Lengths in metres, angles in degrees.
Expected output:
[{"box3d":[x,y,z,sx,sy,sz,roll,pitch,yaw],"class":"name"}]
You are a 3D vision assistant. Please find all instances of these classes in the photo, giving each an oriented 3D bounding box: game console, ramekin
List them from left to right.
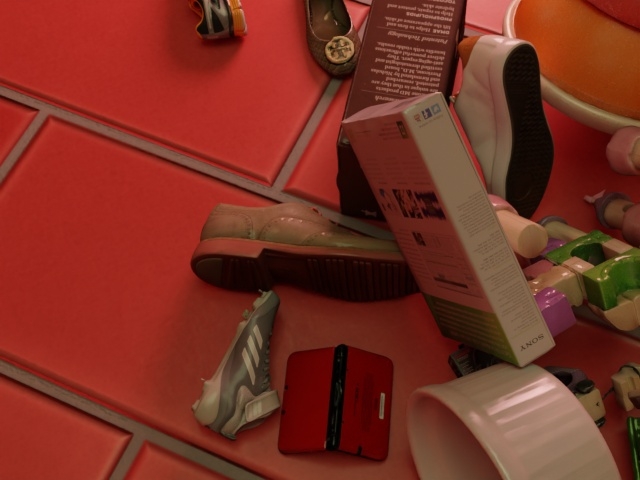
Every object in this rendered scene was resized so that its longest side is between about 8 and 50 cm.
[{"box3d":[0.022,0.219,1.331,0.124,0.085,0.144,19,60,-23],"class":"game console"},{"box3d":[0.225,0.273,1.153,0.135,0.277,0.277,-21,63,-17],"class":"ramekin"}]

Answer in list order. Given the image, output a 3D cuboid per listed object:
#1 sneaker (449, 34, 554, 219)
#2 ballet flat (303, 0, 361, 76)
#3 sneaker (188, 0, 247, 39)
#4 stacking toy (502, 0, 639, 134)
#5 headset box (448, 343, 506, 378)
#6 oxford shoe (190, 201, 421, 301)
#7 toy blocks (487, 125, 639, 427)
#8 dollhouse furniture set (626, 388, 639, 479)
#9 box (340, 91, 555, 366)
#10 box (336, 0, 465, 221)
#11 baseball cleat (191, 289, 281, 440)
[{"box3d":[0.248,-0.156,1.400,0.106,0.290,0.123,-29,37,-28],"class":"sneaker"},{"box3d":[0.012,-0.374,1.623,0.084,0.058,0.249,-10,62,-2],"class":"ballet flat"},{"box3d":[-0.186,-0.418,1.645,0.083,0.084,0.214,-19,64,-2],"class":"sneaker"},{"box3d":[0.465,-0.398,1.301,0.351,0.479,0.350,7,47,-7],"class":"stacking toy"},{"box3d":[0.214,0.171,1.337,0.062,0.032,0.083,-25,65,-10],"class":"headset box"},{"box3d":[0.000,0.000,1.392,0.349,0.123,0.130,6,56,4],"class":"oxford shoe"},{"box3d":[0.338,0.033,1.333,0.289,0.308,0.260,-25,20,-12],"class":"toy blocks"},{"box3d":[0.433,0.324,1.133,0.151,0.197,0.301,-12,63,23],"class":"dollhouse furniture set"},{"box3d":[0.146,-0.016,1.202,0.059,0.232,0.321,-27,101,-12],"class":"box"},{"box3d":[0.126,-0.234,1.469,0.143,0.191,0.381,11,63,8],"class":"box"},{"box3d":[-0.086,0.170,1.341,0.109,0.072,0.205,30,71,2],"class":"baseball cleat"}]
